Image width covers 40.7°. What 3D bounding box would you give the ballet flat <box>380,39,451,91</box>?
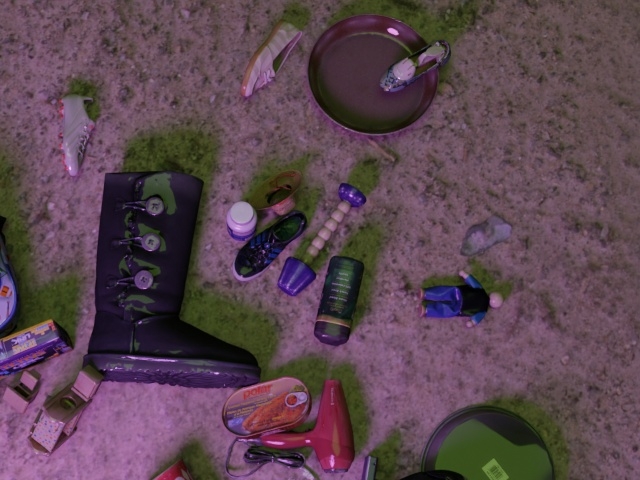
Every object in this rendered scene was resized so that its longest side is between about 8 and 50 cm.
[{"bbox_3d":[0.218,-0.406,1.977,0.188,0.070,0.070,-33,80,-12],"label":"ballet flat"}]

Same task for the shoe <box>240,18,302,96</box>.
[{"bbox_3d":[-0.115,-0.419,1.998,0.058,0.076,0.219,27,72,8],"label":"shoe"}]

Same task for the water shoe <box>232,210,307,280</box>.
[{"bbox_3d":[-0.114,0.004,1.878,0.203,0.080,0.073,-43,81,-14],"label":"water shoe"}]

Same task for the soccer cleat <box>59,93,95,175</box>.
[{"bbox_3d":[-0.540,-0.238,1.921,0.076,0.068,0.196,-4,72,-9],"label":"soccer cleat"}]

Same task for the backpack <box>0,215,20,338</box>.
[{"bbox_3d":[-0.737,0.094,1.748,0.276,0.213,0.263,-26,88,-14],"label":"backpack"}]

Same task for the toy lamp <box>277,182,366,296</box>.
[{"bbox_3d":[0.000,0.000,1.889,0.080,0.080,0.275,32,75,5],"label":"toy lamp"}]

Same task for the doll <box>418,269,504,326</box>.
[{"bbox_3d":[0.311,0.127,1.895,0.189,0.046,0.129,0,75,-4],"label":"doll"}]

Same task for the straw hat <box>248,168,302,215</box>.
[{"bbox_3d":[-0.085,-0.092,1.912,0.144,0.144,0.061,-37,121,-13],"label":"straw hat"}]

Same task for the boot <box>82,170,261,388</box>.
[{"bbox_3d":[-0.294,0.075,1.826,0.367,0.146,0.445,6,67,-9],"label":"boot"}]

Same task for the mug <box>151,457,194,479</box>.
[{"bbox_3d":[-0.282,0.543,1.719,0.169,0.150,0.113,52,41,6],"label":"mug"}]

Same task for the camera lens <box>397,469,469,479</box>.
[{"bbox_3d":[0.223,0.595,1.642,0.219,0.219,0.274,-23,95,-10],"label":"camera lens"}]

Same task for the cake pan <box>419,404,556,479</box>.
[{"bbox_3d":[0.355,0.489,1.794,0.293,0.054,0.293,1,74,-4],"label":"cake pan"}]

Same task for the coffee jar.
[{"bbox_3d":[0.039,0.131,1.847,0.079,0.096,0.184,12,73,2],"label":"coffee jar"}]

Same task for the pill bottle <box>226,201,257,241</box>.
[{"bbox_3d":[-0.170,-0.043,1.865,0.067,0.120,0.067,1,74,-4],"label":"pill bottle"}]

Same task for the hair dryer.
[{"bbox_3d":[-0.037,0.410,1.772,0.223,0.080,0.293,37,75,7],"label":"hair dryer"}]

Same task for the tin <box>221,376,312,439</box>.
[{"bbox_3d":[-0.110,0.346,1.779,0.189,0.040,0.106,-16,63,7],"label":"tin"}]

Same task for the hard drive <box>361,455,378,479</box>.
[{"bbox_3d":[0.093,0.507,1.746,0.022,0.094,0.135,10,74,1],"label":"hard drive"}]

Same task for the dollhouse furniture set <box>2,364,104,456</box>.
[{"bbox_3d":[-0.546,0.304,1.698,0.161,0.182,0.101,36,31,6],"label":"dollhouse furniture set"}]

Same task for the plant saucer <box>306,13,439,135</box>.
[{"bbox_3d":[0.120,-0.383,2.021,0.310,0.050,0.311,1,74,-5],"label":"plant saucer"}]

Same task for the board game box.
[{"bbox_3d":[-0.601,0.224,1.747,0.170,0.141,0.048,-23,77,-10],"label":"board game box"}]
